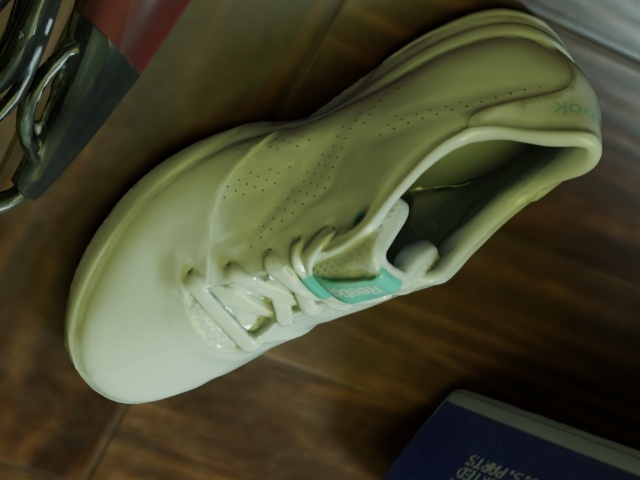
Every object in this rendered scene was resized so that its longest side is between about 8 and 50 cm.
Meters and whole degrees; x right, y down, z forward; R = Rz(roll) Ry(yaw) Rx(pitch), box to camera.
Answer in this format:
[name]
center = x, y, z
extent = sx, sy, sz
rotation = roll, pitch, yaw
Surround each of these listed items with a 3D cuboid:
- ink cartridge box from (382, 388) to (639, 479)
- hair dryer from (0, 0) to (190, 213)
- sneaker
[ink cartridge box]
center = 0.214, 0.207, 0.590
extent = 0.071, 0.324, 0.330
rotation = -49, 119, -16
[hair dryer]
center = -0.027, -0.135, 0.452
extent = 0.293, 0.080, 0.223
rotation = -20, 143, -24
[sneaker]
center = 0.000, 0.000, 0.561
extent = 0.212, 0.094, 0.080
rotation = -34, 120, 10
